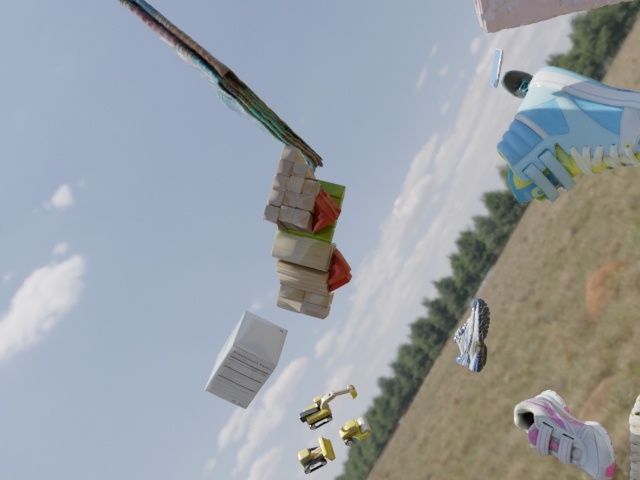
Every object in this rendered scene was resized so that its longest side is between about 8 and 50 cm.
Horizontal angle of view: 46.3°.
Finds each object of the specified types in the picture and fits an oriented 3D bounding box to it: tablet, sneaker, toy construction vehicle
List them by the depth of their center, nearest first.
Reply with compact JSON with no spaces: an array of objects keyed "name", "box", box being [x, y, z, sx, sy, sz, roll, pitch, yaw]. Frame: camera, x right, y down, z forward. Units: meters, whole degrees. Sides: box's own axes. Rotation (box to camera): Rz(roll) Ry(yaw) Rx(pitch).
[{"name":"toy construction vehicle","box":[0.009,0.233,0.942,0.098,0.086,0.035,-28,-54,7]},{"name":"tablet","box":[0.259,-0.254,1.099,0.083,0.006,0.054,-63,-19,-72]},{"name":"sneaker","box":[0.402,-0.117,1.101,0.208,0.319,0.127,-55,-45,-2]},{"name":"sneaker","box":[0.263,0.166,1.325,0.052,0.058,0.135,-18,-66,-55]},{"name":"sneaker","box":[0.472,0.392,1.475,0.252,0.111,0.103,-144,49,-63]},{"name":"sneaker","box":[0.487,-0.338,1.690,0.076,0.166,0.065,-77,11,-81]}]

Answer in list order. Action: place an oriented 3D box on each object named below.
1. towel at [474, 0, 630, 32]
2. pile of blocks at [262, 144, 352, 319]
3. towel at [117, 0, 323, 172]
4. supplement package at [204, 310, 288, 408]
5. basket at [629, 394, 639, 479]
[{"name":"towel","box":[0.426,-0.556,1.372,0.317,0.331,0.053,63,-148,-36]},{"name":"pile of blocks","box":[0.000,0.000,1.133,0.362,0.112,0.149,89,-161,-58]},{"name":"towel","box":[-0.155,-0.250,1.223,0.040,0.271,0.370,-50,-25,2]},{"name":"supplement package","box":[-0.159,0.256,1.594,0.179,0.105,0.105,-57,10,39]},{"name":"basket","box":[0.765,0.365,1.385,0.266,0.331,0.328,-46,-44,-29]}]
